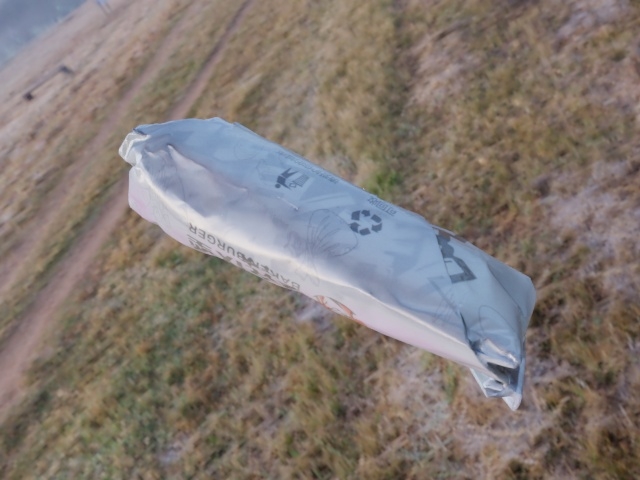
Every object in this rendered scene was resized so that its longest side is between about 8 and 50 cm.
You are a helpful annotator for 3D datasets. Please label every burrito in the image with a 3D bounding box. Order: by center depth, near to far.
[{"bbox_3d":[0.001,0.000,0.382,0.203,0.064,0.064,26,52,18],"label":"burrito"}]
